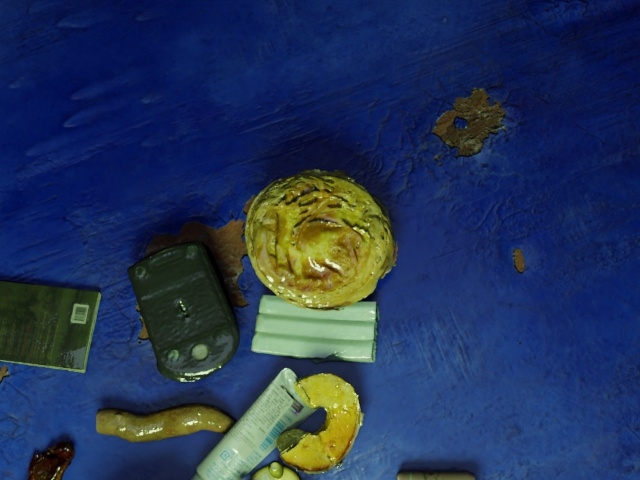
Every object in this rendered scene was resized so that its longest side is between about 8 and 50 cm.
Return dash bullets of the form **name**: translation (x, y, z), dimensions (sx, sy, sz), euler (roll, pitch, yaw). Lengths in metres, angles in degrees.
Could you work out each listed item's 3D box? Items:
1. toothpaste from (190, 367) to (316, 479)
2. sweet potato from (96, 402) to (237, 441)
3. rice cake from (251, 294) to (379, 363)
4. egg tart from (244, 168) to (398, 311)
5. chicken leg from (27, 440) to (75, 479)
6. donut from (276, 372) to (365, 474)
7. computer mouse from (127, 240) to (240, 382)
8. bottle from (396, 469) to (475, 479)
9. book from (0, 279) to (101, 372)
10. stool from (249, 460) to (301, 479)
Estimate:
- **toothpaste**: translation (-0.133, 0.371, 1.377), dimensions (0.299, 0.073, 0.114), euler (-44, 112, -9)
- **sweet potato**: translation (-0.275, 0.338, 1.399), dimensions (0.282, 0.059, 0.067), euler (-3, 85, 3)
- **rice cake**: translation (-0.009, 0.170, 1.435), dimensions (0.237, 0.043, 0.127), euler (6, 76, 3)
- **egg tart**: translation (0.000, 0.000, 1.437), dimensions (0.297, 0.132, 0.296), euler (2, 76, -10)
- **chicken leg**: translation (-0.528, 0.460, 1.387), dimensions (0.093, 0.053, 0.205), euler (24, 70, 32)
- **donut**: translation (0.000, 0.329, 1.365), dimensions (0.146, 0.078, 0.181), euler (16, 81, -21)
- **computer mouse**: translation (-0.251, 0.138, 1.426), dimensions (0.170, 0.100, 0.269), euler (-20, 71, -7)
- **bottle**: translation (0.207, 0.441, 1.353), dimensions (0.140, 0.053, 0.053), euler (-1, 76, 3)
- **book**: translation (-0.556, 0.164, 1.472), dimensions (0.229, 0.024, 0.160), euler (6, 76, 4)
- **stool**: translation (-0.085, 0.457, 1.334), dimensions (0.135, 0.110, 0.134), euler (9, 78, 6)
